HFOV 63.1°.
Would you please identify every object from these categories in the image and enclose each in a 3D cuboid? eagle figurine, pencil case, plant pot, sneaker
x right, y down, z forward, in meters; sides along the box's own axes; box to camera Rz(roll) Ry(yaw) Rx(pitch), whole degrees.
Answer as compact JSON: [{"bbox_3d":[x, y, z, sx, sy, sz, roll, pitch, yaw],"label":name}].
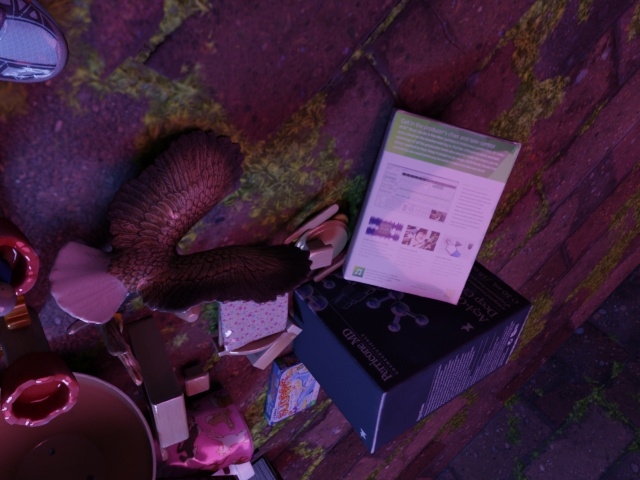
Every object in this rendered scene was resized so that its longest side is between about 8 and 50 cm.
[{"bbox_3d":[-0.190,0.012,0.701,0.298,0.225,0.226,-31,131,-1],"label":"eagle figurine"},{"bbox_3d":[-0.318,0.433,0.987,0.386,0.167,0.160,-20,177,-29],"label":"pencil case"},{"bbox_3d":[-0.399,0.358,0.784,0.284,0.284,0.191,-22,165,-27],"label":"plant pot"},{"bbox_3d":[-0.335,-0.186,0.425,0.261,0.125,0.104,14,115,-48],"label":"sneaker"}]

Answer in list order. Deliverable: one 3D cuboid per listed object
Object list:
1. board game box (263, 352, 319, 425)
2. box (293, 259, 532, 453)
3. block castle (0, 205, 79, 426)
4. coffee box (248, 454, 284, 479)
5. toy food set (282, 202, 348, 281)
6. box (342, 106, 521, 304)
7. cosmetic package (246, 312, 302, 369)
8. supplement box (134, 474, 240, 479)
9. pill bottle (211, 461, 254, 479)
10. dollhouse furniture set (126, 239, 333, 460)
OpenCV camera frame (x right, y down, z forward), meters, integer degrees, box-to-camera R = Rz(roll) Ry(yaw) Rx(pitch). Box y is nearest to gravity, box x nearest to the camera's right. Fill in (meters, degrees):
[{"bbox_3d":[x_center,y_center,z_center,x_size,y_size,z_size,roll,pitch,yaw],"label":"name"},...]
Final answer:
[{"bbox_3d":[-0.059,0.339,1.232,0.136,0.035,0.201,-15,133,-33],"label":"board game box"},{"bbox_3d":[0.181,0.187,1.105,0.395,0.293,0.212,-23,137,-27],"label":"box"},{"bbox_3d":[-0.499,0.133,0.497,0.453,0.213,0.303,-18,135,-30],"label":"block castle"},{"bbox_3d":[-0.208,0.704,1.378,0.246,0.098,0.141,-34,141,-14],"label":"coffee box"},{"bbox_3d":[0.000,0.000,0.984,0.132,0.038,0.192,-34,147,-2],"label":"toy food set"},{"bbox_3d":[0.193,-0.055,0.952,0.232,0.058,0.322,14,110,-8],"label":"box"},{"bbox_3d":[-0.099,0.196,1.046,0.115,0.060,0.041,-45,143,2],"label":"cosmetic package"},{"bbox_3d":[-0.249,0.487,0.914,0.130,0.073,0.239,-53,141,6],"label":"supplement box"},{"bbox_3d":[-0.274,0.533,1.130,0.245,0.136,0.136,-27,139,-22],"label":"pill bottle"},{"bbox_3d":[-0.124,0.197,0.899,0.355,0.174,0.303,-14,134,-24],"label":"dollhouse furniture set"}]
